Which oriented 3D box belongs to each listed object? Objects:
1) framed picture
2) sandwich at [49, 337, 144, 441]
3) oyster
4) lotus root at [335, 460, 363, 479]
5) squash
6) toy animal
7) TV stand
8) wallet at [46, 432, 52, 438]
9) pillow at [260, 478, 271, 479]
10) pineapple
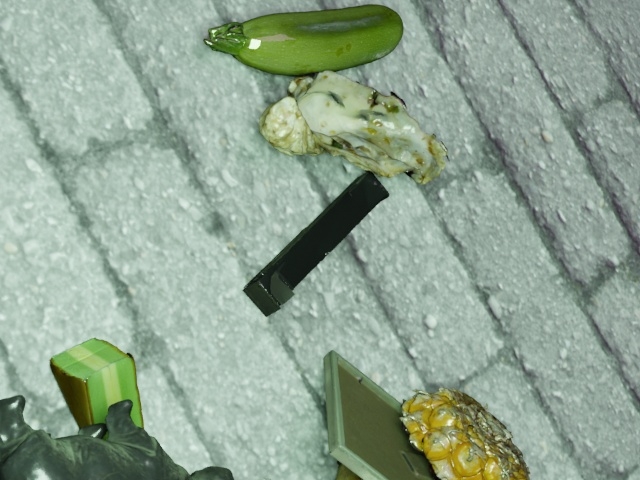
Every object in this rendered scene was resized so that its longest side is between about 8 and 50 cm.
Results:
[{"bbox_3d":[0.130,0.283,1.587,0.324,0.020,0.240,39,16,-17],"label":"framed picture"},{"bbox_3d":[-0.250,0.182,1.469,0.074,0.074,0.116,-24,118,-38],"label":"sandwich"},{"bbox_3d":[0.043,-0.133,1.722,0.294,0.094,0.166,23,37,-26],"label":"oyster"},{"bbox_3d":[0.086,0.368,1.568,0.110,0.097,0.258,-9,81,-39],"label":"lotus root"},{"bbox_3d":[-0.013,-0.266,1.753,0.341,0.094,0.094,-13,80,-39],"label":"squash"},{"bbox_3d":[-0.201,0.258,1.360,0.343,0.106,0.168,23,43,-33],"label":"toy animal"},{"bbox_3d":[0.000,0.000,1.684,0.049,0.040,0.256,51,53,-7],"label":"TV stand"},{"bbox_3d":[-0.353,0.367,1.301,0.197,0.051,0.377,19,61,-30],"label":"wallet"},{"bbox_3d":[-0.044,0.397,1.496,0.128,0.051,0.229,-36,95,-34],"label":"pillow"},{"bbox_3d":[0.192,0.257,1.632,0.225,0.076,0.225,39,17,-14],"label":"pineapple"}]
